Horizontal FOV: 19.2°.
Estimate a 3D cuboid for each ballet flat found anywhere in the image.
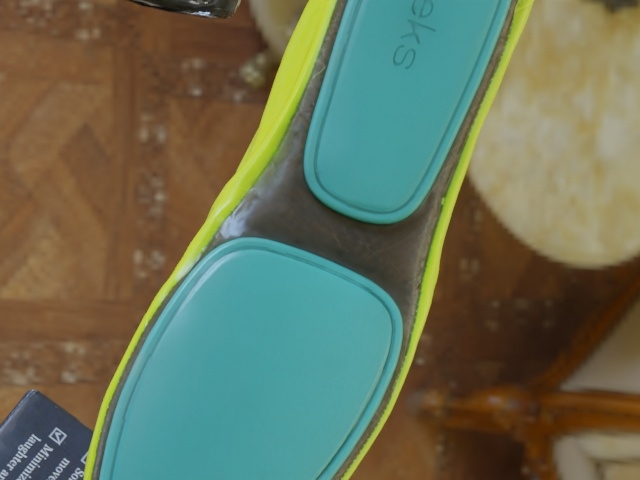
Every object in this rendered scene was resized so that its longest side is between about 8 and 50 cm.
[{"bbox_3d":[0.000,0.000,0.570,0.231,0.077,0.077,-65,-176,-3],"label":"ballet flat"}]

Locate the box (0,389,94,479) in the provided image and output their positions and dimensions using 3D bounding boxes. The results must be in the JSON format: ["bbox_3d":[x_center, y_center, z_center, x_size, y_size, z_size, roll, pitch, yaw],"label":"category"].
[{"bbox_3d":[-0.173,0.368,1.468,0.395,0.212,0.293,37,53,2],"label":"box"}]

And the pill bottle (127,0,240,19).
[{"bbox_3d":[-0.081,-0.251,1.117,0.123,0.123,0.219,-1,111,-54],"label":"pill bottle"}]
